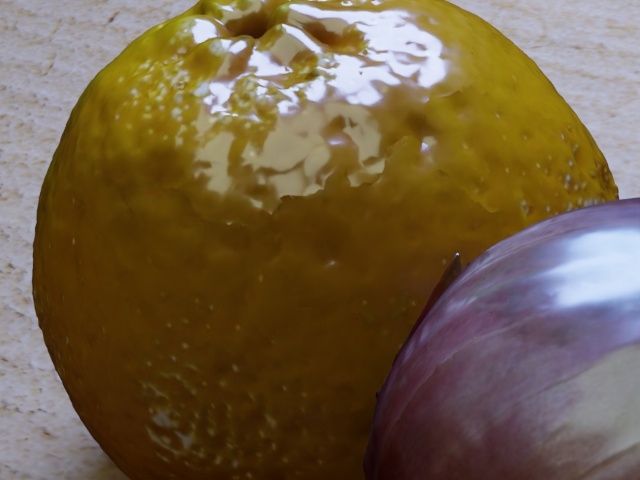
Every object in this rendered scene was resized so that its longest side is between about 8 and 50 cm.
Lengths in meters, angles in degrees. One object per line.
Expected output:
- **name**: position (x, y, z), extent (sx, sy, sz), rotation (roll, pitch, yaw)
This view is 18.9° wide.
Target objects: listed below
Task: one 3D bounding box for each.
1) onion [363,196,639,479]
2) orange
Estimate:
- **onion**: position (0.166, 0.130, 0.836), extent (0.354, 0.353, 0.353), rotation (-10, 34, 7)
- **orange**: position (0.000, 0.000, 1.102), extent (0.341, 0.293, 0.340), rotation (-11, 34, 7)
